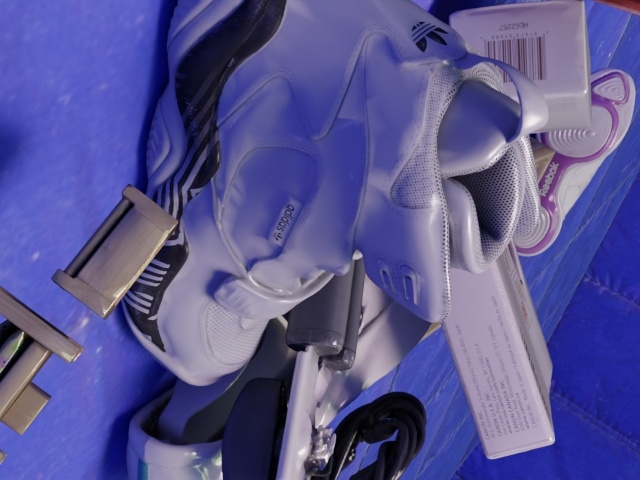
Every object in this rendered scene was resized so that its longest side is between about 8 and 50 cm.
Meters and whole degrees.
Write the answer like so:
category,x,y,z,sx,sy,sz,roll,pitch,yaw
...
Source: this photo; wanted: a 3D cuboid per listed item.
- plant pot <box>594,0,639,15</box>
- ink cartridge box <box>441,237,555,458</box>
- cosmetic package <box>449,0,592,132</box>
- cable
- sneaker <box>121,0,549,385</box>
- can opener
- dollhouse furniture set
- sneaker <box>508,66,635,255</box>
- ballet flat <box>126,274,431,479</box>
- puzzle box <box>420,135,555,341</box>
category,x,y,z,sx,sy,sz,roll,pitch,yaw
plant pot,0.275,-0.308,0.777,0.272,0.272,0.265,-17,128,-62
ink cartridge box,0.146,0.021,0.948,0.066,0.296,0.261,-18,-178,14
cosmetic package,0.193,-0.154,0.945,0.231,0.117,0.086,-1,89,-75
cable,0.025,0.191,0.792,0.150,0.047,0.184,-39,-173,13
sneaker,0.000,0.000,0.625,0.137,0.210,0.366,-38,154,-43
can opener,-0.014,0.069,0.778,0.074,0.093,0.281,64,36,-62
dollhouse furniture set,-0.171,0.040,0.510,0.182,0.101,0.161,-53,-175,-11
sneaker,0.357,-0.128,1.501,0.305,0.114,0.152,-61,175,25
ballet flat,-0.015,0.085,0.885,0.400,0.139,0.139,-43,157,-32
puzzle box,0.164,0.015,1.300,0.409,0.052,0.272,-24,143,-58
